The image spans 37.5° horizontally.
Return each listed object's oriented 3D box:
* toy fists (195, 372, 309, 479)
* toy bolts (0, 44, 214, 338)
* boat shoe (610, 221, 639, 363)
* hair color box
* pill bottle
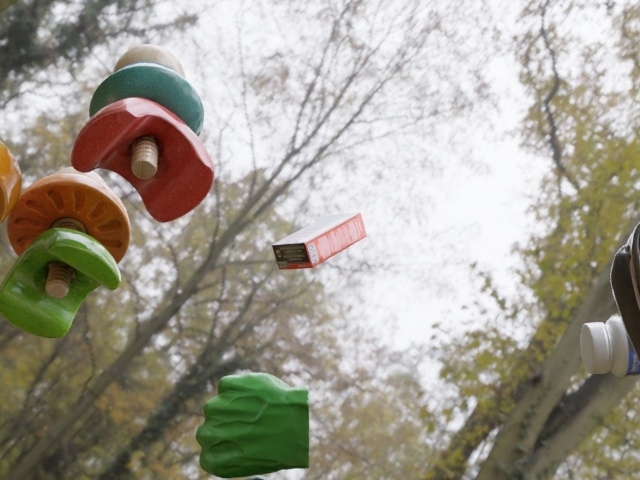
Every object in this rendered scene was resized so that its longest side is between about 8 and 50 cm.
[{"bbox_3d":[-0.086,0.305,1.200,0.142,0.096,0.279,0,-83,-3],"label":"toy fists"},{"bbox_3d":[-0.202,-0.074,0.747,0.228,0.158,0.218,-36,-56,20],"label":"toy bolts"},{"bbox_3d":[0.358,0.121,0.871,0.112,0.335,0.095,-15,-38,0],"label":"boat shoe"},{"bbox_3d":[0.000,0.000,1.438,0.072,0.141,0.043,-4,-73,43],"label":"hair color box"},{"bbox_3d":[0.409,0.134,1.208,0.137,0.078,0.078,-4,-42,0],"label":"pill bottle"}]
